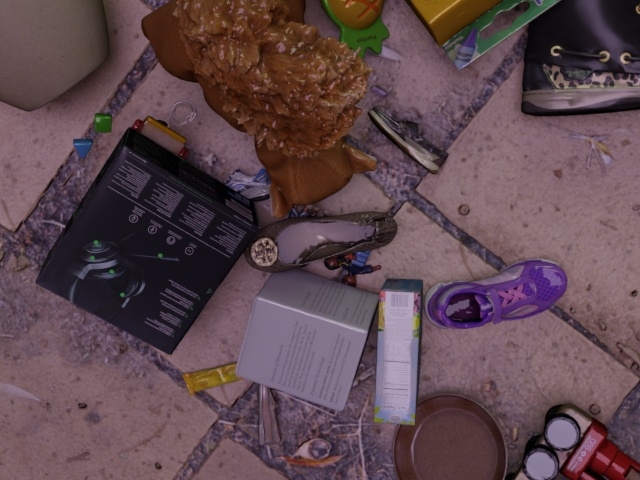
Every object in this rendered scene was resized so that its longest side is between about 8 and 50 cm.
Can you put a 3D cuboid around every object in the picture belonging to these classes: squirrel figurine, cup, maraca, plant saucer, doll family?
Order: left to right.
[{"bbox_3d":[-0.477,-0.350,1.374,0.331,0.331,0.237,-31,114,8],"label":"cup"},{"bbox_3d":[-0.071,-0.214,1.277,0.281,0.397,0.370,-25,103,-2],"label":"squirrel figurine"},{"bbox_3d":[0.012,0.011,1.432,0.193,0.076,0.111,20,91,3],"label":"doll family"},{"bbox_3d":[0.055,-0.388,1.387,0.127,0.099,0.185,-23,103,-30],"label":"maraca"},{"bbox_3d":[0.216,0.353,1.417,0.199,0.036,0.198,-6,77,27],"label":"plant saucer"}]

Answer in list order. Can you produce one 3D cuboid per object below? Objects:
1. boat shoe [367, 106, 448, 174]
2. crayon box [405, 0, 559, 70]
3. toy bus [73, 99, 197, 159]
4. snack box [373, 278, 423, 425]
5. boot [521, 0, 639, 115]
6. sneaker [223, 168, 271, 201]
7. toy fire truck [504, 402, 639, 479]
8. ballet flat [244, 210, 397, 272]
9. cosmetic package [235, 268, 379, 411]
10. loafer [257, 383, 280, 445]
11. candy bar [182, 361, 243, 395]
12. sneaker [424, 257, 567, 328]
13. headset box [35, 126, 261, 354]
[{"bbox_3d":[0.145,-0.173,1.416,0.152,0.056,0.049,41,92,-6],"label":"boat shoe"},{"bbox_3d":[0.203,-0.447,1.315,0.203,0.083,0.323,-35,67,9],"label":"crayon box"},{"bbox_3d":[-0.298,-0.140,1.443,0.202,0.104,0.190,-13,114,-9],"label":"toy bus"},{"bbox_3d":[0.127,0.172,1.375,0.070,0.174,0.207,1,93,8],"label":"snack box"},{"bbox_3d":[0.490,-0.346,1.321,0.378,0.138,0.284,-5,93,15],"label":"boot"},{"bbox_3d":[-0.145,-0.089,1.462,0.135,0.052,0.058,-12,82,0],"label":"sneaker"},{"bbox_3d":[0.434,0.409,1.380,0.246,0.158,0.217,33,96,14],"label":"toy fire truck"},{"bbox_3d":[0.000,0.000,1.368,0.250,0.058,0.084,-9,95,0],"label":"ballet flat"},{"bbox_3d":[-0.018,0.153,1.389,0.184,0.151,0.151,18,111,7],"label":"cosmetic package"},{"bbox_3d":[-0.089,0.292,1.480,0.039,0.045,0.125,-1,100,-10],"label":"loafer"},{"bbox_3d":[-0.161,0.232,1.493,0.162,0.018,0.040,-16,95,7],"label":"candy bar"},{"bbox_3d":[0.285,0.095,1.387,0.237,0.104,0.095,-15,90,7],"label":"sneaker"},{"bbox_3d":[-0.276,0.010,1.370,0.246,0.131,0.283,31,103,-18],"label":"headset box"}]
